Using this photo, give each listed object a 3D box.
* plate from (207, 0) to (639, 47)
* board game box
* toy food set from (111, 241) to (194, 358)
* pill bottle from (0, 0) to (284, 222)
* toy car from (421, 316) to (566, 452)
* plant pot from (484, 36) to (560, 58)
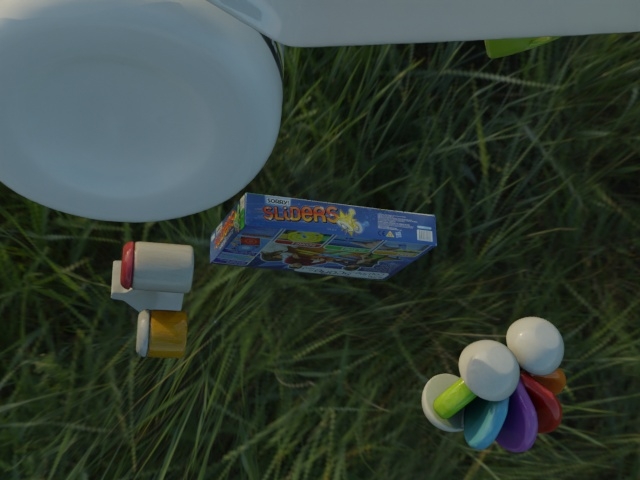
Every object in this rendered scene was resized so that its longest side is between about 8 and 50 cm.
[{"bbox_3d":[-0.053,-0.151,0.358,0.278,0.277,0.045,28,84,-28],"label":"plate"},{"bbox_3d":[0.000,0.000,1.100,0.201,0.136,0.035,6,70,-20],"label":"board game box"},{"bbox_3d":[-0.167,-0.007,0.921,0.104,0.111,0.232,5,45,-12],"label":"toy food set"},{"bbox_3d":[-0.116,-0.192,0.687,0.188,0.188,0.334,3,52,-5],"label":"pill bottle"},{"bbox_3d":[0.225,0.190,1.302,0.182,0.159,0.136,-21,71,-34],"label":"toy car"},{"bbox_3d":[0.278,-0.366,1.253,0.207,0.227,0.228,-10,80,10],"label":"plant pot"}]
